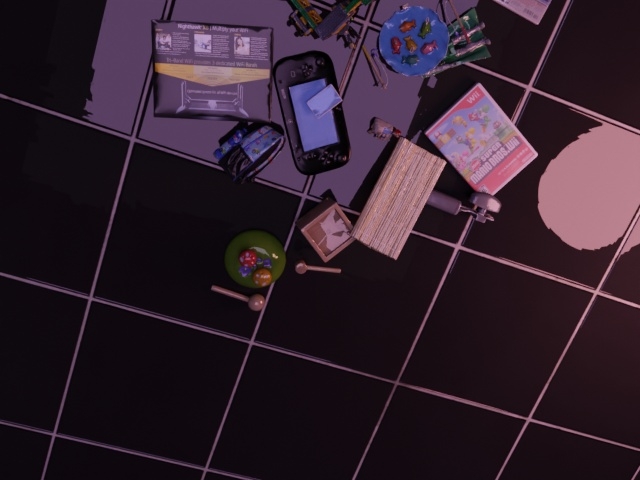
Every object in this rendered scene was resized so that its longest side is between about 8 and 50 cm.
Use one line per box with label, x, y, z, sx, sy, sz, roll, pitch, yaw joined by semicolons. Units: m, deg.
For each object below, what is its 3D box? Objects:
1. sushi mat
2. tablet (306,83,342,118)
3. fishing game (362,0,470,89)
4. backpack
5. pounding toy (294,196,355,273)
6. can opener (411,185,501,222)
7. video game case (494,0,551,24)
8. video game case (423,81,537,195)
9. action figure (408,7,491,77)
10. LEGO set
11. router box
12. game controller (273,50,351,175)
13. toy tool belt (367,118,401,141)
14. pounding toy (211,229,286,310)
sushi mat;0.216;-0.115;1.649;0.151;0.019;0.317;26;95;-6
tablet;0.010;-0.369;1.559;0.083;0.006;0.054;-36;110;4
fishing game;0.245;-0.529;1.545;0.264;0.041;0.189;-23;86;12
backpack;-0.181;-0.243;1.571;0.173;0.158;0.117;-41;91;11
pounding toy;0.001;0.010;1.701;0.206;0.094;0.181;-38;113;-2
can opener;0.386;-0.127;1.708;0.283;0.076;0.095;20;103;-10
video game case;0.551;-0.679;1.566;0.157;0.019;0.143;23;105;-12
video game case;0.462;-0.278;1.690;0.204;0.025;0.285;-43;107;9
action figure;0.336;-0.507;1.583;0.232;0.063;0.137;-26;106;5
LEGO set;0.068;-0.655;1.438;0.255;0.192;0.331;44;130;-3
router box;-0.279;-0.440;1.536;0.308;0.081;0.243;2;109;-6
game controller;-0.020;-0.340;1.591;0.166;0.067;0.319;-20;110;-18
toy tool belt;0.178;-0.303;1.648;0.083;0.052;0.051;24;136;-10
pounding toy;-0.201;0.093;1.708;0.183;0.110;0.237;23;105;-12
